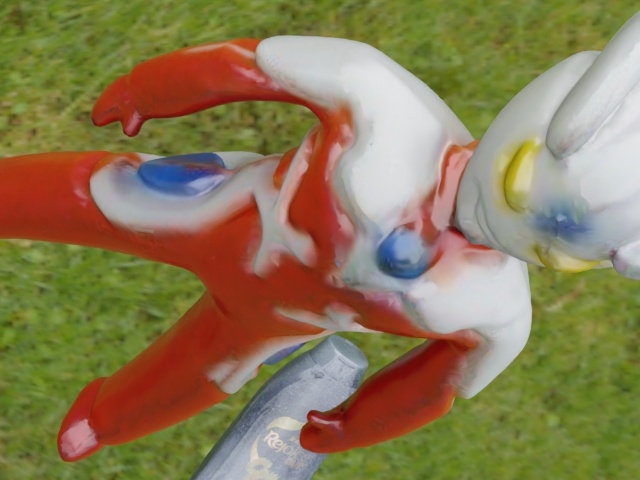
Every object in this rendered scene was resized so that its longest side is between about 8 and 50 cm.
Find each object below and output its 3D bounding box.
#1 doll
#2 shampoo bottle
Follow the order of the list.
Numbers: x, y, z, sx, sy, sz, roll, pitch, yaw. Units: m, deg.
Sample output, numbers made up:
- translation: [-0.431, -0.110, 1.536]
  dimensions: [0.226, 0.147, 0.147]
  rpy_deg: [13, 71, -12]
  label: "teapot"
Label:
- translation: [0.000, 0.000, 0.607]
  dimensions: [0.188, 0.384, 0.099]
  rpy_deg: [56, 40, -20]
  label: "doll"
- translation: [-0.042, 0.183, 1.349]
  dimensions: [0.087, 0.049, 0.233]
  rpy_deg: [32, 108, -16]
  label: "shampoo bottle"
